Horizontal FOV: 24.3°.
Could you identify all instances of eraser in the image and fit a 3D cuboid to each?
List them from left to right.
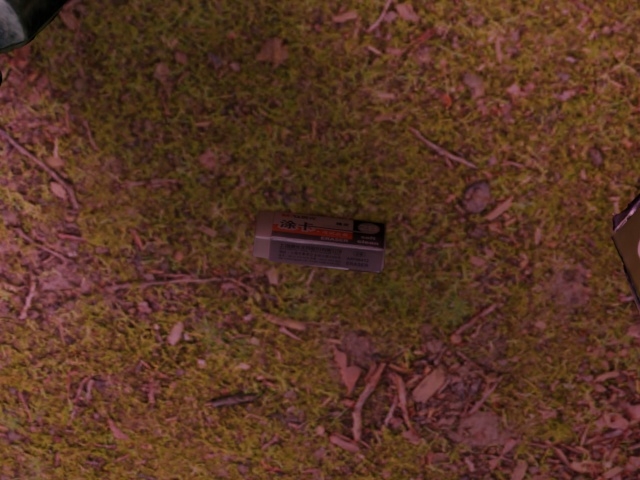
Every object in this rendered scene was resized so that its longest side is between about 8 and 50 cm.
[{"bbox_3d":[0.000,0.000,1.362,0.122,0.052,0.029,6,119,-1],"label":"eraser"}]

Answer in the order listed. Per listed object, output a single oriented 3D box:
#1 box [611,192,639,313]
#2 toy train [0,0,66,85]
[{"bbox_3d":[0.425,-0.003,1.127,0.138,0.420,0.373,30,116,-22],"label":"box"},{"bbox_3d":[-0.341,-0.271,1.118,0.253,0.160,0.397,-9,123,41],"label":"toy train"}]
